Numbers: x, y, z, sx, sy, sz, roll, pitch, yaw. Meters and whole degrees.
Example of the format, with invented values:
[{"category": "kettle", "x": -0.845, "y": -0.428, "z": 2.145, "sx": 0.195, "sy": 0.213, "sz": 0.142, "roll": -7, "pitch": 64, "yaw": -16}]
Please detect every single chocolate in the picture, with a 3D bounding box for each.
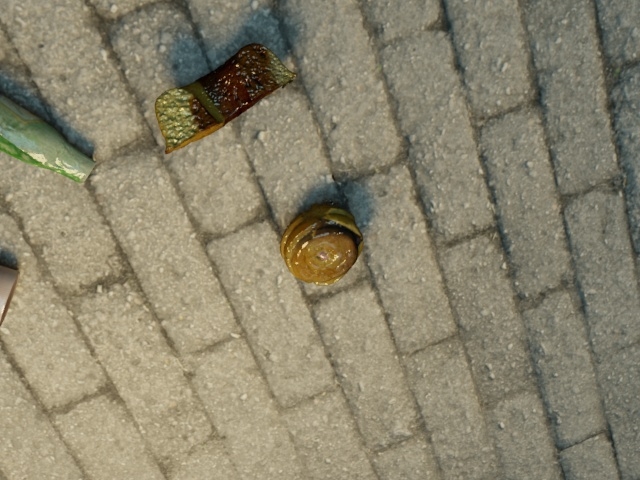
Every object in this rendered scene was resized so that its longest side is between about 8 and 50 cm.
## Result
[{"category": "chocolate", "x": -0.576, "y": -0.205, "z": 1.271, "sx": 0.291, "sy": 0.110, "sz": 0.110, "roll": 31, "pitch": 102, "yaw": -24}]

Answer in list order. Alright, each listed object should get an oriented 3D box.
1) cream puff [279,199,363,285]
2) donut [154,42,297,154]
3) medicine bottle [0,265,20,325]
[{"category": "cream puff", "x": 0.000, "y": 0.000, "z": 1.452, "sx": 0.189, "sy": 0.129, "sz": 0.189, "roll": -8, "pitch": 125, "yaw": -12}, {"category": "donut", "x": -0.203, "y": -0.282, "z": 1.301, "sx": 0.295, "sy": 0.151, "sz": 0.112, "roll": -31, "pitch": 101, "yaw": -12}, {"category": "medicine bottle", "x": -0.751, "y": 0.083, "z": 1.327, "sx": 0.249, "sy": 0.133, "sz": 0.133, "roll": 18, "pitch": 106, "yaw": -19}]
